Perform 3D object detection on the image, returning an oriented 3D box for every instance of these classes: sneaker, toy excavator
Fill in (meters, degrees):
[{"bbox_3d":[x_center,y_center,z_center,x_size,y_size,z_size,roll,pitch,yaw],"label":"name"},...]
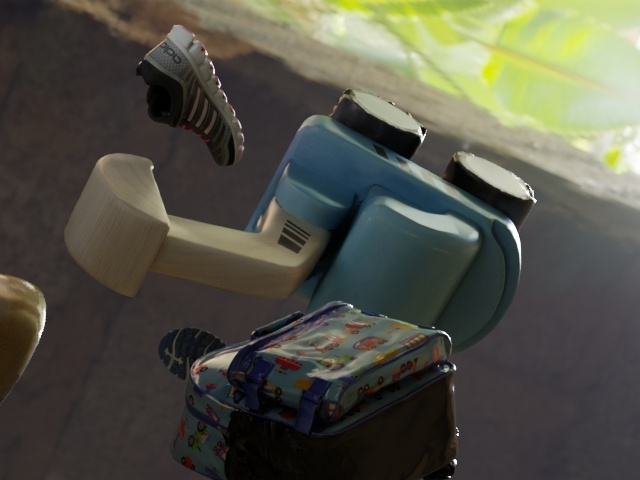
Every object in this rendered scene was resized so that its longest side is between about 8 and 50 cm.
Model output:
[{"bbox_3d":[-0.132,-0.130,1.343,0.075,0.063,0.170,-34,136,-11],"label":"sneaker"},{"bbox_3d":[-0.088,0.124,1.278,0.058,0.135,0.052,85,25,-70],"label":"sneaker"},{"bbox_3d":[0.000,0.000,1.367,0.222,0.433,0.445,-60,-176,20],"label":"toy excavator"}]

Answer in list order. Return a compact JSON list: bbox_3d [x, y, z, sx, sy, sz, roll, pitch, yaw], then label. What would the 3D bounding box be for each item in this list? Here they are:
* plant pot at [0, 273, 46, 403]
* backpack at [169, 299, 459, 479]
[{"bbox_3d":[-0.277,0.098,0.854,0.236,0.032,0.236,-29,-153,16],"label":"plant pot"},{"bbox_3d":[-0.013,0.108,0.908,0.158,0.173,0.117,-19,115,-42],"label":"backpack"}]
